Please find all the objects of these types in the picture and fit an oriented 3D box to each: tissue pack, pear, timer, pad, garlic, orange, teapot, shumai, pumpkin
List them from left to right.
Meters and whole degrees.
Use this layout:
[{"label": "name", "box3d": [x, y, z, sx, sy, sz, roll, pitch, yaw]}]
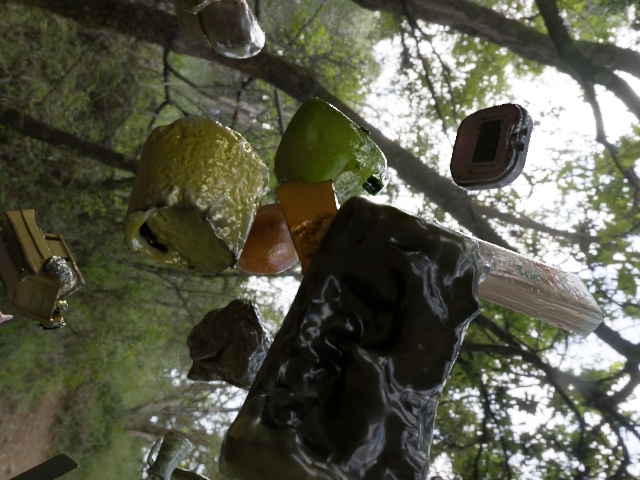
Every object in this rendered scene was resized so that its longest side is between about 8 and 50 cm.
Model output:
[{"label": "pad", "box3d": [-0.626, 0.521, 1.186, 0.112, 0.157, 0.003, -1, -76, 47]}, {"label": "teapot", "box3d": [-0.275, 0.389, 0.960, 0.057, 0.067, 0.083, -28, -155, 40]}, {"label": "garlic", "box3d": [-0.217, -0.455, 0.976, 0.279, 0.132, 0.325, 57, -3, -7]}, {"label": "shumai", "box3d": [-0.184, 0.224, 1.063, 0.218, 0.185, 0.184, 88, -23, -76]}, {"label": "orange", "box3d": [-0.139, -0.002, 1.428, 0.224, 0.224, 0.170, -150, -139, -67]}, {"label": "pumpkin", "box3d": [-0.001, -0.004, 1.146, 0.126, 0.130, 0.248, 34, 43, -77]}, {"label": "pear", "box3d": [0.016, -0.207, 1.638, 0.318, 0.342, 0.238, -49, -135, 1]}, {"label": "timer", "box3d": [0.397, -0.222, 1.275, 0.190, 0.069, 0.209, -2, -112, 52]}, {"label": "tissue pack", "box3d": [0.396, 0.079, 1.111, 0.170, 0.325, 0.071, -77, -171, -61]}]

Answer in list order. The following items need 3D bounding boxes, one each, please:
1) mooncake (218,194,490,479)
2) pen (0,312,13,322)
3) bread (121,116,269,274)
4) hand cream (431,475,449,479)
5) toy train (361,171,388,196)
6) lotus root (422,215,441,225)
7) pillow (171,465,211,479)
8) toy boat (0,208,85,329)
[{"label": "mooncake", "box3d": [0.053, 0.148, 0.722, 0.394, 0.246, 0.393, -61, -174, 17]}, {"label": "pen", "box3d": [-0.966, 0.227, 1.538, 0.032, 0.197, 0.053, 30, -81, 21]}, {"label": "bread", "box3d": [-0.176, -0.059, 0.763, 0.197, 0.197, 0.171, 124, -21, -48]}, {"label": "hand cream", "box3d": [0.282, 0.567, 1.174, 0.142, 0.053, 0.084, 57, 0, -20]}, {"label": "toy train", "box3d": [0.139, -0.142, 1.330, 0.042, 0.044, 0.209, -49, 179, 13]}, {"label": "lotus root", "box3d": [0.256, 0.006, 1.387, 0.094, 0.190, 0.108, -5, -72, 31]}, {"label": "pillow", "box3d": [-0.305, 0.578, 1.295, 0.217, 0.130, 0.033, -6, -143, 42]}, {"label": "toy boat", "box3d": [-0.648, 0.036, 1.245, 0.445, 0.162, 0.136, 35, -70, 44]}]
